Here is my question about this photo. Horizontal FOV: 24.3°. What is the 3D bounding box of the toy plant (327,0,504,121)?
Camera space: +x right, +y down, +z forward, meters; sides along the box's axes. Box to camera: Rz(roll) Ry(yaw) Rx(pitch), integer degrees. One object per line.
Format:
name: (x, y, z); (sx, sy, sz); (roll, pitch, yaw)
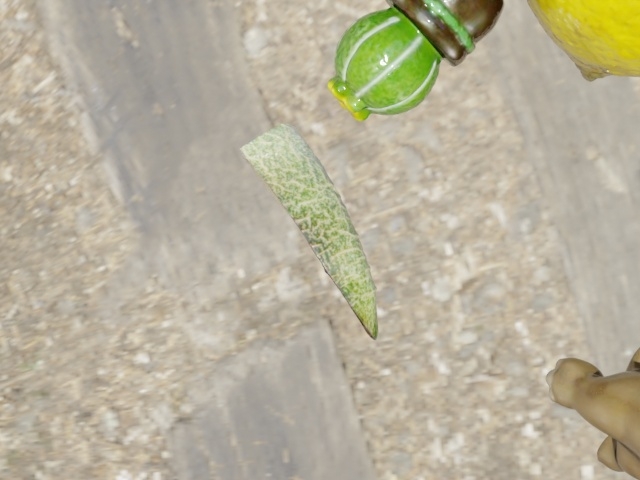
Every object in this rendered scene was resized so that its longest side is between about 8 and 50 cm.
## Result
toy plant: (0.075, -0.171, 1.264); (0.162, 0.093, 0.093); (-45, 105, 7)

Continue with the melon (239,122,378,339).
melon: (-0.001, -0.005, 1.228); (0.054, 0.098, 0.182); (-29, 64, -14)

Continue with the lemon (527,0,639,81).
lemon: (0.287, -0.260, 1.246); (0.253, 0.228, 0.228); (-36, 101, 12)

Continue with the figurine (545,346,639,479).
figurine: (0.368, 0.161, 1.371); (0.173, 0.247, 0.177); (-45, 117, -10)
